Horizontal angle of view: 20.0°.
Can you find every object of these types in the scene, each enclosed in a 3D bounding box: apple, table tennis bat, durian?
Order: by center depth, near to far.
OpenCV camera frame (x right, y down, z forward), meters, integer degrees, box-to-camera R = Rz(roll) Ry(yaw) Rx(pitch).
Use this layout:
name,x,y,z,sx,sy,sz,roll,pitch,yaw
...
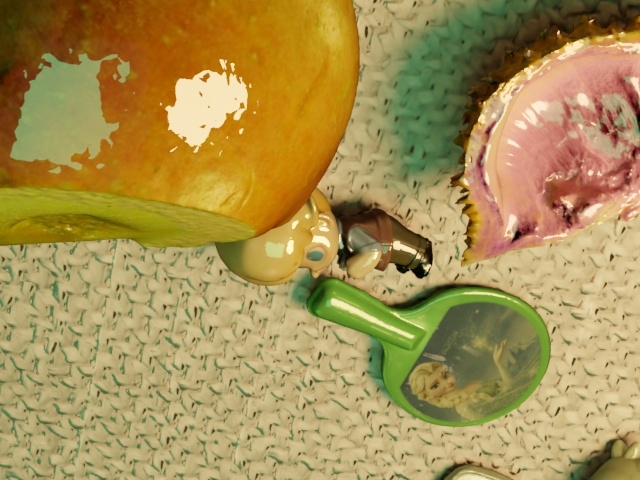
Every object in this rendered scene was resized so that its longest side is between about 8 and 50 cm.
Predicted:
name,x,y,z,sx,sy,sz,roll,pitch,yaw
apple,-0.162,-0.135,1.360,0.384,0.374,0.374,-44,117,4
durian,0.250,-0.119,1.556,0.341,0.112,0.191,-22,113,-1
table tennis bat,0.102,0.096,1.719,0.257,0.039,0.160,24,115,-22

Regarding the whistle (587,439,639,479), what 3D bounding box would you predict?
name,x,y,z,sx,sy,sz,roll,pitch,yaw
whistle,0.285,0.303,1.832,0.092,0.110,0.244,-2,129,-46

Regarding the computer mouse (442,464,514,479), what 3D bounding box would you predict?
name,x,y,z,sx,sy,sz,roll,pitch,yaw
computer mouse,0.131,0.331,1.851,0.128,0.079,0.231,28,113,-23

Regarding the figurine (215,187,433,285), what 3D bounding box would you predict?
name,x,y,z,sx,sy,sz,roll,pitch,yaw
figurine,0.000,0.000,1.615,0.196,0.114,0.108,16,96,-27
